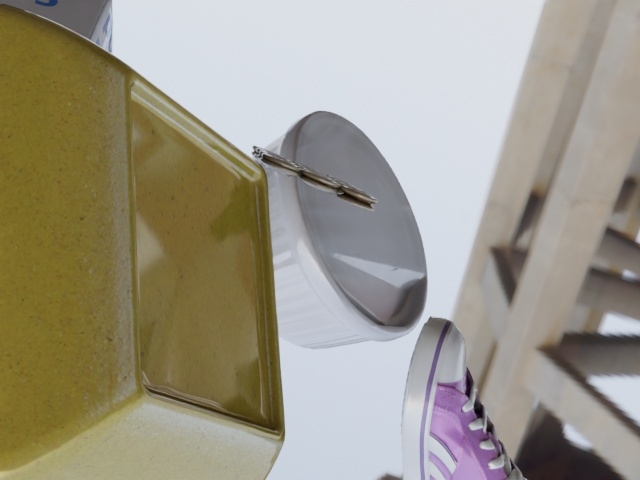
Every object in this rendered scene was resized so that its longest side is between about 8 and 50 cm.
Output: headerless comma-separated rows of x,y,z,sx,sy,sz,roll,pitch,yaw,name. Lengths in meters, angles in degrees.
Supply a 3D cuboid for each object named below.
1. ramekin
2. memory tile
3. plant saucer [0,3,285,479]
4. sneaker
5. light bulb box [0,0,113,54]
0.000,0.000,1.417,0.127,0.272,0.273,-24,-167,28,ramekin
-0.007,-0.057,1.134,0.113,0.012,0.148,22,-176,-9,memory tile
-0.114,0.027,0.919,0.081,0.332,0.333,-12,161,20,plant saucer
0.159,0.206,1.169,0.161,0.282,0.102,3,-160,15,sneaker
-0.370,-0.037,1.311,0.225,0.358,0.361,11,-131,0,light bulb box
